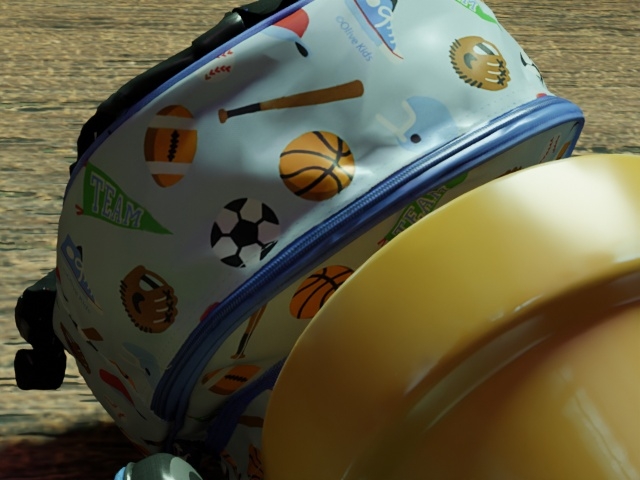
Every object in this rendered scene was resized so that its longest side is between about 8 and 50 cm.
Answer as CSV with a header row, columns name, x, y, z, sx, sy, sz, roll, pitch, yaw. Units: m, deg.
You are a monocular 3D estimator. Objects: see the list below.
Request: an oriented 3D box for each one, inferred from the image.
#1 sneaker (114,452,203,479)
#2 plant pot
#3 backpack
name,x,y,z,sx,sy,sz,roll,pitch,yaw
sneaker,0.014,0.116,0.428,0.188,0.078,0.067,30,-9,33
plant pot,0.108,0.107,0.499,0.205,0.205,0.188,-6,42,-25
backpack,0.000,0.000,0.670,0.276,0.263,0.213,-38,72,-17
